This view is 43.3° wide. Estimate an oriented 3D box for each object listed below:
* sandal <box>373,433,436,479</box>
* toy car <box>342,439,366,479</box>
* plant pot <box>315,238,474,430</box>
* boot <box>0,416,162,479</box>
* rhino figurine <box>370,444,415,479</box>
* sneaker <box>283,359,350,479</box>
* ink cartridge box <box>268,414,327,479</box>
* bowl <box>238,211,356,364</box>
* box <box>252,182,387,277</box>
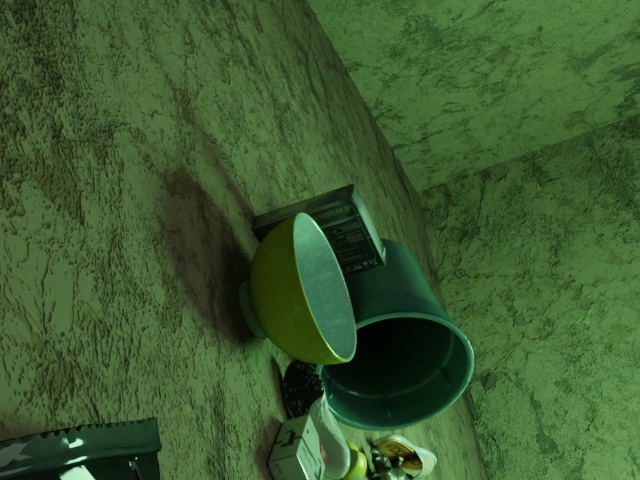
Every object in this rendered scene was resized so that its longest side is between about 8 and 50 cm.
[{"bbox_3d":[0.209,0.559,2.022,0.265,0.101,0.076,40,34,-47],"label":"sandal"},{"bbox_3d":[0.070,0.528,1.632,0.225,0.053,0.239,15,57,-72],"label":"toy car"},{"bbox_3d":[0.135,0.189,1.818,0.334,0.341,0.341,-102,166,-55],"label":"plant pot"},{"bbox_3d":[-0.208,0.390,0.689,0.367,0.146,0.446,20,57,-69],"label":"boot"},{"bbox_3d":[0.171,0.565,1.912,0.106,0.073,0.243,-95,158,-52],"label":"rhino figurine"},{"bbox_3d":[-0.013,0.343,1.545,0.086,0.085,0.237,128,-59,-73],"label":"sneaker"},{"bbox_3d":[-0.037,0.387,1.419,0.135,0.056,0.099,-65,135,-70],"label":"ink cartridge box"},{"bbox_3d":[-0.058,0.107,1.499,0.289,0.156,0.290,-19,90,-75],"label":"bowl"},{"bbox_3d":[0.000,0.000,1.695,0.056,0.230,0.183,-78,145,-57],"label":"box"}]
